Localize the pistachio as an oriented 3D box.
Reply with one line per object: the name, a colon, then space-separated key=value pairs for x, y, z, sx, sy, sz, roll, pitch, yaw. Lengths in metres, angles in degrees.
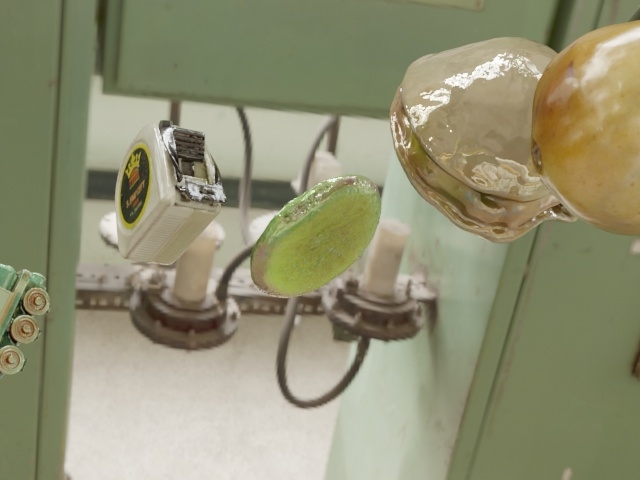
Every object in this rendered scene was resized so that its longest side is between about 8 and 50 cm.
pistachio: x=0.289 y=-0.168 z=1.523 sx=0.365 sy=0.281 sz=0.445 roll=36 pitch=39 yaw=4

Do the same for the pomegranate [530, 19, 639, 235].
pomegranate: x=0.314 y=-0.114 z=0.944 sx=0.233 sy=0.233 sz=0.233 roll=8 pitch=25 yaw=-4

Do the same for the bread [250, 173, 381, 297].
bread: x=-0.001 y=0.004 z=1.770 sx=0.301 sy=0.301 sz=0.045 roll=-11 pitch=49 yaw=-39

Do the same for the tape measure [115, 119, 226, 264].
tape measure: x=-0.255 y=-0.105 z=1.642 sx=0.133 sy=0.271 sz=0.231 roll=8 pitch=60 yaw=-29

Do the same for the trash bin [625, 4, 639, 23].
trash bin: x=0.475 y=-0.279 z=1.086 sx=0.164 sy=0.240 sz=0.122 roll=-23 pitch=73 yaw=-15

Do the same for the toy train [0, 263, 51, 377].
toy train: x=-0.500 y=0.125 z=1.464 sx=0.125 sy=0.194 sz=0.080 roll=34 pitch=-30 yaw=-31
